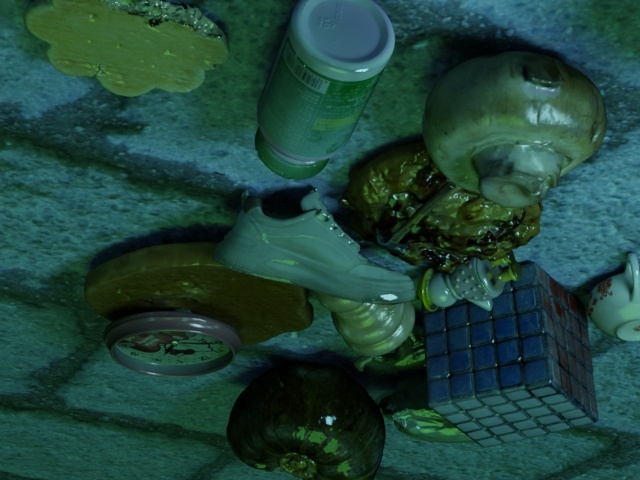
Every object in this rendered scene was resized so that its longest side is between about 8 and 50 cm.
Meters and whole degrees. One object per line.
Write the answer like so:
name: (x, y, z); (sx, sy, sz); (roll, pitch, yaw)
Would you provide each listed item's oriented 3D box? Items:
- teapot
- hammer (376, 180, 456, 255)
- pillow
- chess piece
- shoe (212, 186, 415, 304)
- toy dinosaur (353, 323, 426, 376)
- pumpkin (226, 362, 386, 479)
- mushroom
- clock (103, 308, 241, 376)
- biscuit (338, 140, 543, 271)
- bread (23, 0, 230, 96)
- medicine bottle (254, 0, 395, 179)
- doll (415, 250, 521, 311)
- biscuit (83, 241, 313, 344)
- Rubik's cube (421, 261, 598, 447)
teapot: (0.548, 0.107, 2.161); (0.159, 0.116, 0.245); (6, 146, 10)
hammer: (0.142, -0.036, 1.834); (0.062, 0.017, 0.182); (18, 140, -22)
pillow: (0.272, 0.332, 2.470); (0.310, 0.138, 0.283); (-2, 175, 1)
chess piece: (0.044, 0.080, 2.072); (0.143, 0.143, 0.261); (-15, 143, 24)
shoe: (0.000, 0.000, 1.897); (0.316, 0.159, 0.124); (11, -179, 1)
toy dinosaur: (0.185, 0.206, 2.350); (0.162, 0.077, 0.294); (-25, 157, 30)
pumpkin: (-0.006, 0.344, 2.477); (0.325, 0.242, 0.232); (18, 126, -6)
mushroom: (0.251, -0.148, 1.618); (0.255, 0.184, 0.255); (11, 159, 4)
clock: (-0.261, 0.178, 2.188); (0.244, 0.056, 0.244); (-1, 152, -1)
biscuit: (0.189, -0.042, 1.903); (0.289, 0.081, 0.334); (-23, 142, 33)
bread: (-0.251, -0.254, 1.558); (0.251, 0.039, 0.182); (19, 146, -30)
medicine bottle: (-0.006, -0.190, 1.582); (0.133, 0.133, 0.274); (8, 149, -14)
doll: (0.242, 0.070, 2.093); (0.207, 0.081, 0.129); (-21, 109, 36)
biscuit: (-0.203, 0.093, 2.146); (0.385, 0.062, 0.365); (-5, 152, 12)
Rubik's cube: (0.332, 0.205, 2.183); (0.237, 0.237, 0.238); (-16, 146, 27)
